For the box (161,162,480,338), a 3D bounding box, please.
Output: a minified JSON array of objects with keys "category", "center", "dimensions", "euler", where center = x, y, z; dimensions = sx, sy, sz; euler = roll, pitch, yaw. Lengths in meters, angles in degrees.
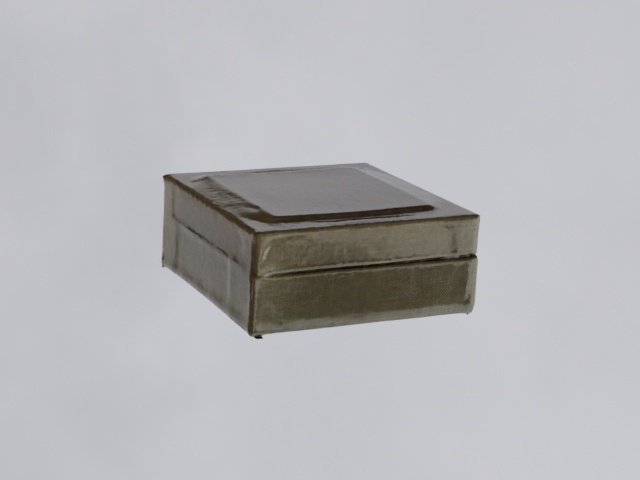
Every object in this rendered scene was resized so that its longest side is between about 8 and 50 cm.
[{"category":"box","center":[0.000,0.000,0.516],"dimensions":[0.083,0.035,0.079],"euler":[-4,-163,-25]}]
